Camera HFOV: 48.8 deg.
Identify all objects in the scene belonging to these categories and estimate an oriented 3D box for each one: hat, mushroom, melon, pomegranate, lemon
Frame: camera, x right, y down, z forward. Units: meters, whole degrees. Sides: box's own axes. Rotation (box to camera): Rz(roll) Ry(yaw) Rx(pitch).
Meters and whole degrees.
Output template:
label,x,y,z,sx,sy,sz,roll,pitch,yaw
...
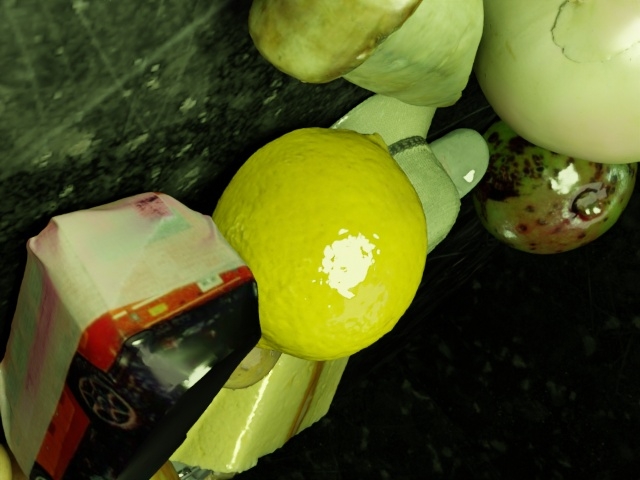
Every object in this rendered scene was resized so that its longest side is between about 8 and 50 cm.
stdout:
label,x,y,z,sx,sy,sz,roll,pitch,yaw
hat,0.067,-0.035,0.743,0.257,0.130,0.257,-36,165,-11
mushroom,0.062,-0.146,0.491,0.107,0.087,0.333,-26,174,24
melon,0.242,-0.174,0.583,0.223,0.223,0.317,-46,163,21
pomegranate,0.345,-0.110,1.073,0.242,0.242,0.306,-46,-175,20
lemon,0.000,0.000,0.577,0.203,0.178,0.178,-59,166,-5

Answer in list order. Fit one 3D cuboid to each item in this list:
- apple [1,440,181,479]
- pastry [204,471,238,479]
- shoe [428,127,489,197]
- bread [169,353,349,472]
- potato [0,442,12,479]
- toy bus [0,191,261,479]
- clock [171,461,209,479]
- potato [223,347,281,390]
label,x,y,z,sx,sy,sz,roll,pitch,yaw
apple,-0.285,0.343,0.744,0.309,0.250,0.277,-43,166,20
pastry,-0.249,0.490,1.506,0.236,0.120,0.257,-35,165,-19
shoe,0.133,-0.071,0.895,0.195,0.079,0.078,-37,173,3
bread,-0.084,0.138,1.082,0.346,0.242,0.404,32,74,-71
potato,-0.326,0.223,0.584,0.147,0.112,0.112,-42,167,-21
toy bus,-0.159,0.101,0.544,0.128,0.147,0.302,-28,162,-43
clock,-0.318,0.422,1.179,0.339,0.102,0.338,-37,165,-11
potato,-0.087,0.078,0.704,0.137,0.137,0.176,-46,166,20
